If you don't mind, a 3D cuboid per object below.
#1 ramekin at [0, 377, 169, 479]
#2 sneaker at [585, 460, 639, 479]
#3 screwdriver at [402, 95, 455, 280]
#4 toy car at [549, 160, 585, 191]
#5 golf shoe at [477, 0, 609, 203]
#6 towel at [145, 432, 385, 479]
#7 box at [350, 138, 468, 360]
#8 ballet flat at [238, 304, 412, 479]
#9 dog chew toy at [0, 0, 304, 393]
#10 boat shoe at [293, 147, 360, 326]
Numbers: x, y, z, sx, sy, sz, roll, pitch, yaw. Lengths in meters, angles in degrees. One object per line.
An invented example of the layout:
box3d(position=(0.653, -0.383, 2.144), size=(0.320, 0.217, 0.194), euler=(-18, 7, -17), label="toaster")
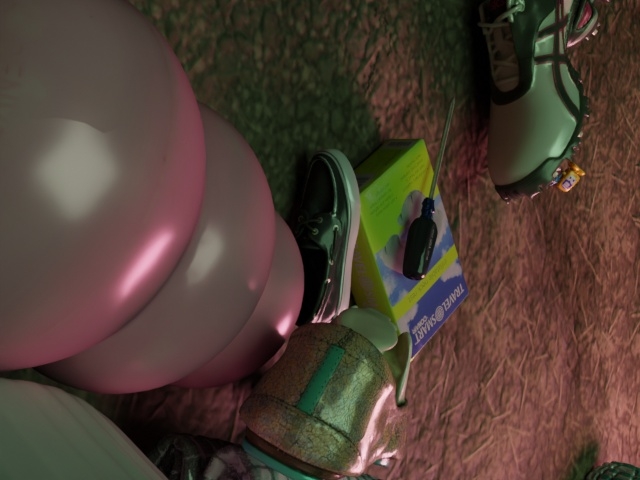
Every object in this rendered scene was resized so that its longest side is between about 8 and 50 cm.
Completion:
box3d(position=(-0.174, 0.199, 0.565), size=(0.277, 0.135, 0.277), euler=(-26, 137, -27), label="ramekin")
box3d(position=(0.314, 0.315, 1.320), size=(0.166, 0.065, 0.076), euler=(-37, 137, -39), label="sneaker")
box3d(position=(0.091, -0.047, 0.975), size=(0.025, 0.024, 0.170), euler=(17, 70, -19), label="screwdriver")
box3d(position=(0.237, -0.073, 1.189), size=(0.040, 0.060, 0.122), euler=(-50, 129, 6), label="toy car")
box3d(position=(0.187, -0.168, 1.103), size=(0.120, 0.105, 0.273), euler=(29, 64, -31), label="golf shoe")
box3d(position=(-0.054, 0.283, 0.795), size=(0.235, 0.121, 0.283), euler=(32, 68, -57), label="towel")
box3d(position=(0.068, 0.016, 0.997), size=(0.109, 0.042, 0.178), euler=(-43, 123, -40), label="box")
box3d(position=(0.020, 0.098, 0.790), size=(0.316, 0.107, 0.106), euler=(62, 52, -85), label="ballet flat")
box3d(position=(-0.121, -0.008, 0.650), size=(0.332, 0.207, 0.206), euler=(38, 63, -55), label="dog chew toy")
box3d(position=(0.000, 0.000, 0.907), size=(0.040, 0.049, 0.142), euler=(-7, 100, -50), label="boat shoe")
